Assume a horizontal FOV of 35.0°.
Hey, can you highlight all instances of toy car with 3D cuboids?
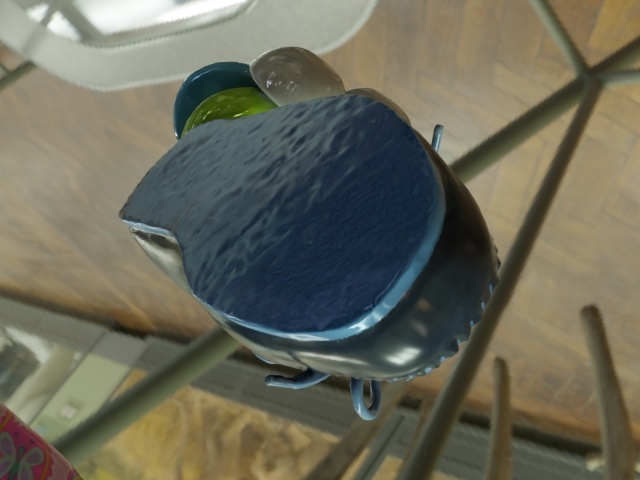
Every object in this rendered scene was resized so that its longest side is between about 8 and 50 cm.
[{"bbox_3d":[-0.035,-0.071,0.753,0.182,0.159,0.136,21,-154,-44],"label":"toy car"}]

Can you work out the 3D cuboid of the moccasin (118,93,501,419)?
[{"bbox_3d":[0.000,0.000,0.516,0.117,0.138,0.342,44,175,-22],"label":"moccasin"}]

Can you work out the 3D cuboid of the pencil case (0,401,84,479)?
[{"bbox_3d":[-0.263,0.164,0.717,0.284,0.124,0.124,45,158,-6],"label":"pencil case"}]
